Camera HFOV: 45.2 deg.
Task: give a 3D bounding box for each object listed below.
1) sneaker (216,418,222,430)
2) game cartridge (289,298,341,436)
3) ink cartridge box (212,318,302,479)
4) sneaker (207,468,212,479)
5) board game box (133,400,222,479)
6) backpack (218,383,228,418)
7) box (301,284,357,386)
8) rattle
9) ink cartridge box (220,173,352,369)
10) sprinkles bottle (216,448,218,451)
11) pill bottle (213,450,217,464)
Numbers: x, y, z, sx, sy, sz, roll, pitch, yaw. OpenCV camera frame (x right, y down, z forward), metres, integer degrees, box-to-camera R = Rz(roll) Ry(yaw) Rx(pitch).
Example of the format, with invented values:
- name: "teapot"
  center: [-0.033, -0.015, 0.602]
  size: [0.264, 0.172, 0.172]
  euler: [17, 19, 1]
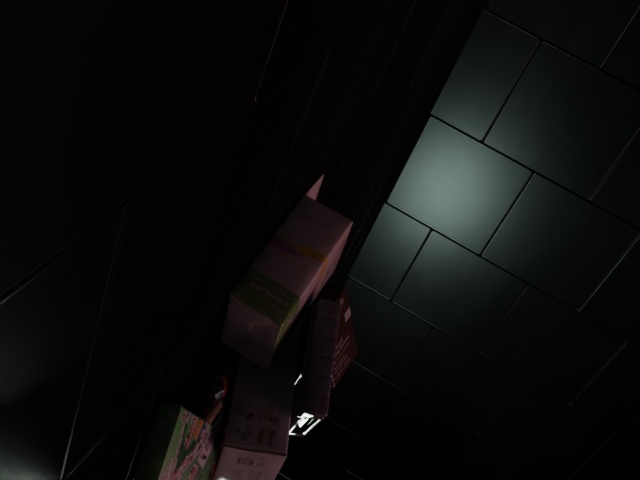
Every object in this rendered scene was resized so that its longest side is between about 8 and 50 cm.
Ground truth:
- name: "sneaker"
  center: [-0.207, 0.466, 2.202]
  size: [0.299, 0.121, 0.112]
  euler: [-49, -176, -29]
- name: "game cartridge"
  center: [-0.022, 0.271, 1.593]
  size: [0.355, 0.068, 0.230]
  euler: [111, -16, -68]
- name: "ink cartridge box"
  center: [-0.139, 0.352, 1.637]
  size: [0.272, 0.129, 0.310]
  euler: [111, -12, -51]
- name: "sneaker"
  center: [-0.314, 0.453, 1.486]
  size: [0.319, 0.112, 0.131]
  euler: [-34, 128, -67]
- name: "board game box"
  center: [-0.274, 0.465, 1.358]
  size: [0.213, 0.046, 0.318]
  euler: [62, 40, -61]
- name: "backpack"
  center: [-0.178, 0.401, 1.961]
  size: [0.173, 0.158, 0.117]
  euler: [-20, 133, -61]
- name: "box"
  center: [-0.023, 0.238, 1.956]
  size: [0.168, 0.166, 0.203]
  euler: [-48, 134, -54]
- name: "rattle"
  center: [-0.227, 0.419, 1.728]
  size: [0.200, 0.142, 0.130]
  euler: [-50, 151, -25]
- name: "ink cartridge box"
  center: [-0.050, 0.057, 1.540]
  size: [0.353, 0.119, 0.207]
  euler: [-55, 171, -34]
- name: "sprinkles bottle"
  center: [-0.363, 0.826, 2.475]
  size: [0.356, 0.121, 0.121]
  euler: [-61, 173, 7]
- name: "pill bottle"
  center: [-0.272, 0.661, 2.097]
  size: [0.169, 0.169, 0.301]
  euler: [-57, -179, -22]
